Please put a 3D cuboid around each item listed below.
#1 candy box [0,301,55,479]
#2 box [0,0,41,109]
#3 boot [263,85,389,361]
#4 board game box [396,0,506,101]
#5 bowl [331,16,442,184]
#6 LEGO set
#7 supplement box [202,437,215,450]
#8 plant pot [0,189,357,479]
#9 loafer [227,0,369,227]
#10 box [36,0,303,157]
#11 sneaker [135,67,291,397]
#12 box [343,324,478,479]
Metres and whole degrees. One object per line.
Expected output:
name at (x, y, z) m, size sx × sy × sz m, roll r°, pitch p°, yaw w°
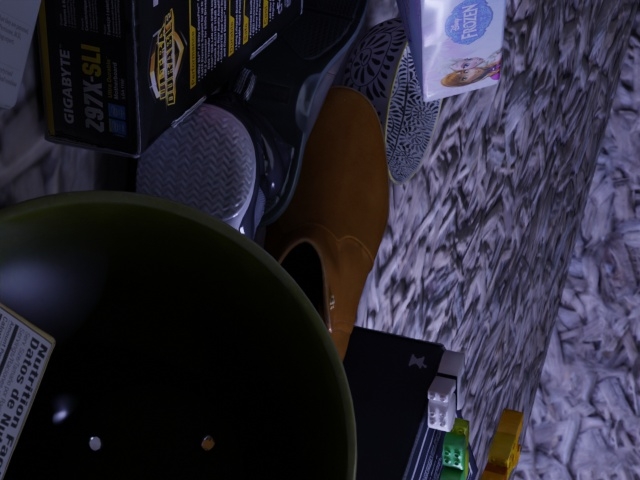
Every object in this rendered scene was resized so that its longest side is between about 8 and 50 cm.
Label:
candy box at (-0.244, 0.006, 0.524) m, size 0.316 × 0.182 × 0.088 m, roll 54°, pitch 53°, yaw -66°
box at (-0.197, -0.119, 0.698) m, size 0.102 × 0.101 × 0.087 m, roll 18°, pitch 86°, yaw -73°
boot at (-0.001, 0.001, 1.245) m, size 0.211 × 0.104 × 0.295 m, roll 59°, pitch 40°, yaw -84°
board game box at (0.061, -0.305, 1.051) m, size 0.319 × 0.065 × 0.318 m, roll 75°, pitch 1°, yaw -72°
bowl at (0.057, -0.144, 1.437) m, size 0.170 × 0.080 × 0.170 m, roll 13°, pitch 90°, yaw -71°
LEGO set at (0.136, 0.223, 1.352) m, size 0.093 × 0.087 × 0.227 m, roll -54°, pitch 148°, yaw -52°
supplement box at (-0.119, 0.234, 1.201) m, size 0.080 × 0.078 × 0.233 m, roll 78°, pitch 31°, yaw -51°
plant pot at (-0.119, 0.135, 0.916) m, size 0.293 × 0.274 × 0.275 m, roll 93°, pitch 14°, yaw -79°
loafer at (-0.029, -0.141, 1.213) m, size 0.084 × 0.096 × 0.268 m, roll -95°, pitch -155°, yaw -88°
box at (-0.090, -0.251, 0.953) m, size 0.257 × 0.079 × 0.322 m, roll -48°, pitch 146°, yaw -51°
sneaker at (-0.084, 0.005, 1.106) m, size 0.153 × 0.101 × 0.269 m, roll -61°, pitch 166°, yaw -61°
box at (0.017, 0.271, 1.445) m, size 0.294 × 0.182 × 0.296 m, roll 72°, pitch 34°, yaw -57°
